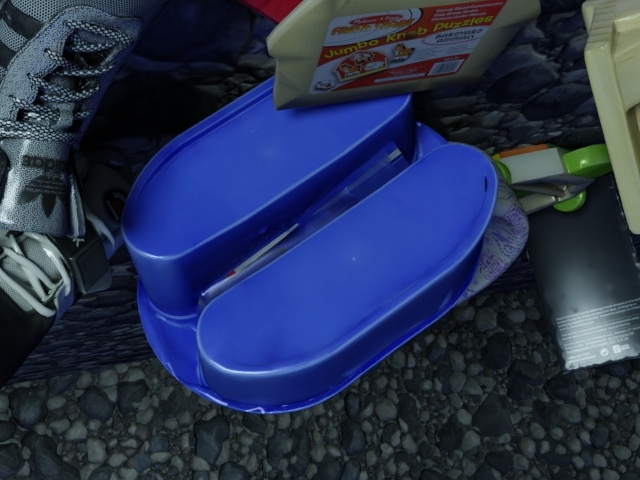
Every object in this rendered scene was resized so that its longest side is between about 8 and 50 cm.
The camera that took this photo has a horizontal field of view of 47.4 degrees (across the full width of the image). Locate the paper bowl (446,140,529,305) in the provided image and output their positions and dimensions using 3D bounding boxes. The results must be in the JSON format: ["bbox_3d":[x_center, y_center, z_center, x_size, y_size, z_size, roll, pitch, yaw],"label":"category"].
[{"bbox_3d":[0.093,-0.012,0.886,0.284,0.148,0.284,-17,151,-10],"label":"paper bowl"}]

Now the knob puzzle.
[{"bbox_3d":[0.057,-0.152,0.490,0.213,0.030,0.213,-12,167,-3],"label":"knob puzzle"}]

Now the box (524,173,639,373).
[{"bbox_3d":[0.508,0.078,1.377,0.179,0.313,0.343,-17,166,18],"label":"box"}]

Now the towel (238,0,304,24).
[{"bbox_3d":[0.088,-0.197,0.466,0.274,0.031,0.199,-19,166,25],"label":"towel"}]

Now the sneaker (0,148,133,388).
[{"bbox_3d":[-0.224,-0.006,0.586,0.146,0.122,0.330,-27,-154,6],"label":"sneaker"}]

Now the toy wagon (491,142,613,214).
[{"bbox_3d":[0.295,-0.076,1.078,0.344,0.068,0.267,-25,162,39],"label":"toy wagon"}]

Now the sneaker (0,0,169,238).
[{"bbox_3d":[-0.158,-0.084,0.436,0.268,0.153,0.101,-22,163,36],"label":"sneaker"}]

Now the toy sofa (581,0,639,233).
[{"bbox_3d":[0.366,-0.133,0.462,0.362,0.150,0.177,-10,-149,31],"label":"toy sofa"}]

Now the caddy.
[{"bbox_3d":[-0.006,-0.002,0.647,0.341,0.241,0.179,-34,164,-11],"label":"caddy"}]
